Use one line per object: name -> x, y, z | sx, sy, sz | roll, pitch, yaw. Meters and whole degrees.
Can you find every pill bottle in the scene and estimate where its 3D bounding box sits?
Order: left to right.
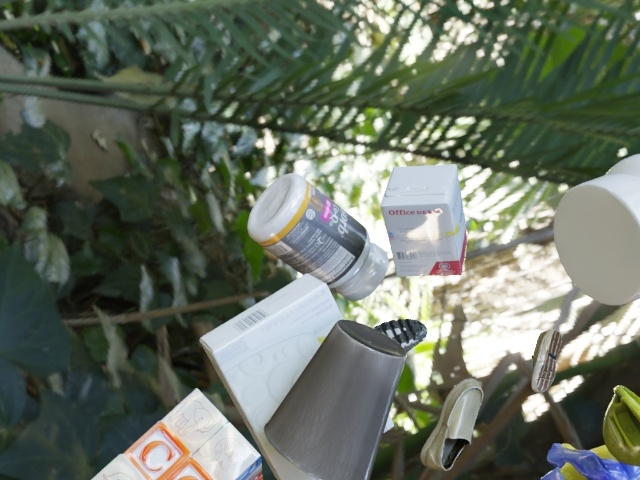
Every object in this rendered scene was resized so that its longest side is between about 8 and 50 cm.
pill bottle -> 0.000, 0.000, 1.677 | 0.278, 0.162, 0.162 | 37, 26, -27
pill bottle -> 0.574, -0.044, 1.277 | 0.224, 0.392, 0.224 | 42, -39, 48

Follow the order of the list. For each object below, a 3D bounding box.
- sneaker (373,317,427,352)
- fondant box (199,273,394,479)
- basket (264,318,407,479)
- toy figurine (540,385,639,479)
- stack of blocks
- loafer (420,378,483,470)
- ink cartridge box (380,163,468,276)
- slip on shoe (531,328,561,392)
sneaker -> 0.119, 0.239, 1.704 | 0.106, 0.234, 0.078 | 61, 6, -42
fondant box -> -0.038, 0.263, 1.503 | 0.096, 0.238, 0.330 | 23, -39, 64
basket -> 0.037, 0.258, 1.350 | 0.204, 0.226, 0.154 | 29, 11, 27
toy figurine -> 0.350, 0.298, 0.957 | 0.363, 0.217, 0.191 | 22, 36, -58
stack of blocks -> -0.148, 0.269, 0.824 | 0.087, 0.171, 0.297 | 43, -19, 14
loafer -> 0.201, 0.274, 1.198 | 0.056, 0.148, 0.050 | 25, 1, -33
ink cartridge box -> 0.198, -0.037, 1.535 | 0.127, 0.128, 0.176 | -69, 152, -46
slip on shoe -> 0.432, 0.235, 1.601 | 0.051, 0.041, 0.135 | 37, 62, -32
